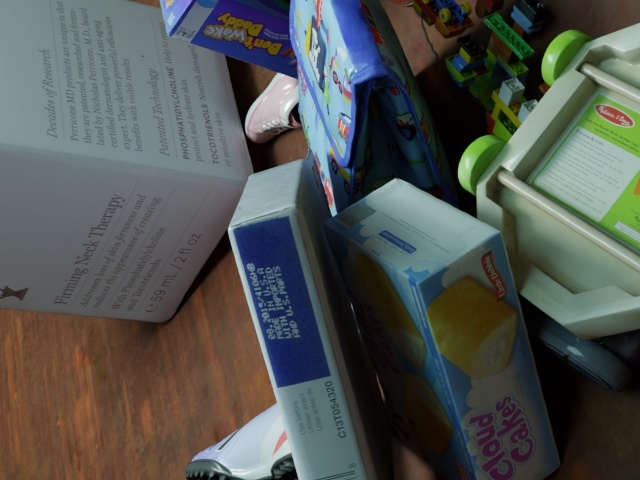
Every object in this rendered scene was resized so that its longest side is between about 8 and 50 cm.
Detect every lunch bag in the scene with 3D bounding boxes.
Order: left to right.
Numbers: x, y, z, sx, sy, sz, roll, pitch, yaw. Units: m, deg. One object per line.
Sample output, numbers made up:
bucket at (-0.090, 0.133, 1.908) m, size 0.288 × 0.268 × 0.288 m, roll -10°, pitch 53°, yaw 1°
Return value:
lunch bag at (0.044, -0.162, 1.180) m, size 0.293 × 0.138 × 0.220 m, roll 76°, pitch 178°, yaw -54°

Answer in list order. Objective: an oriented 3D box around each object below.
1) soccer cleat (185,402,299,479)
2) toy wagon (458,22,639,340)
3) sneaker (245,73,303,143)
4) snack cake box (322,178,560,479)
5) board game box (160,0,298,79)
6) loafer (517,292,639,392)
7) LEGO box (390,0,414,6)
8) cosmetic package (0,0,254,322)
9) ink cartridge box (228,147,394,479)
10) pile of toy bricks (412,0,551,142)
soccer cleat at (-0.045, 0.235, 1.352) m, size 0.318 × 0.109 × 0.116 m, roll -28°, pitch 34°, yaw 52°
toy wagon at (0.278, -0.085, 0.965) m, size 0.344 × 0.068 × 0.267 m, roll -52°, pitch 45°, yaw 2°
sneaker at (-0.051, -0.157, 1.523) m, size 0.134 × 0.051 × 0.070 m, roll -53°, pitch 49°, yaw 38°
snack cake box at (0.109, 0.093, 1.040) m, size 0.152 × 0.089 × 0.264 m, roll 32°, pitch 148°, yaw 53°
board game box at (-0.102, -0.369, 1.511) m, size 0.078 × 0.233 × 0.347 m, roll -47°, pitch 43°, yaw 35°
loafer at (0.187, 0.033, 1.091) m, size 0.095 × 0.109 × 0.302 m, roll -54°, pitch 42°, yaw -1°
LEGO box at (0.015, -0.551, 1.258) m, size 0.193 × 0.373 × 0.499 m, roll -175°, pitch 97°, yaw -69°
cosmetic package at (-0.353, -0.119, 1.609) m, size 0.329 × 0.394 × 0.327 m, roll -54°, pitch 39°, yaw 42°
ink cartridge box at (0.000, 0.098, 1.069) m, size 0.330 × 0.072 × 0.324 m, roll -88°, pitch -17°, yaw -78°
pile of toy bricks at (0.175, -0.168, 1.180) m, size 0.212 × 0.118 × 0.105 m, roll 56°, pitch 154°, yaw 29°
